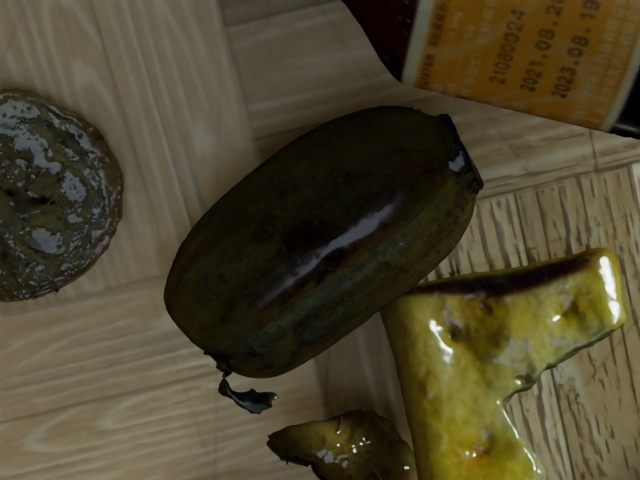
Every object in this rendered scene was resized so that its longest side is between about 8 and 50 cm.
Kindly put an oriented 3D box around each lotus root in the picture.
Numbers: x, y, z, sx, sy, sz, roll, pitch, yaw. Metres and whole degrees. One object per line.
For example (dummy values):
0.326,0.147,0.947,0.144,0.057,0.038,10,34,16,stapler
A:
0.000,0.000,1.171,0.241,0.123,0.124,-37,138,8,lotus root

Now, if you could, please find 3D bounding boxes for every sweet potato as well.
0.094,0.220,1.266,0.310,0.098,0.124,27,116,-1,sweet potato

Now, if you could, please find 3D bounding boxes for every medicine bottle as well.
0.054,-0.219,1.034,0.395,0.242,0.242,19,110,3,medicine bottle

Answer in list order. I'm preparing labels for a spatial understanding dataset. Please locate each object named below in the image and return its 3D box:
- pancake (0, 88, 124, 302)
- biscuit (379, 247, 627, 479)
-0.213,-0.030,1.199,0.158,0.028,0.158,-1,109,-2,pancake
0.136,0.103,1.218,0.174,0.039,0.183,-7,76,-1,biscuit
